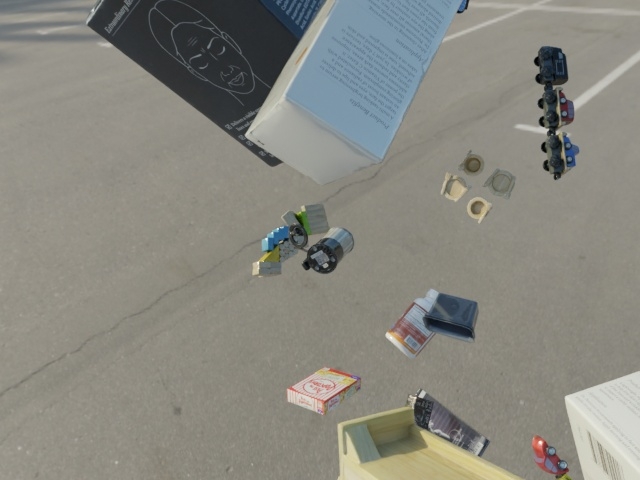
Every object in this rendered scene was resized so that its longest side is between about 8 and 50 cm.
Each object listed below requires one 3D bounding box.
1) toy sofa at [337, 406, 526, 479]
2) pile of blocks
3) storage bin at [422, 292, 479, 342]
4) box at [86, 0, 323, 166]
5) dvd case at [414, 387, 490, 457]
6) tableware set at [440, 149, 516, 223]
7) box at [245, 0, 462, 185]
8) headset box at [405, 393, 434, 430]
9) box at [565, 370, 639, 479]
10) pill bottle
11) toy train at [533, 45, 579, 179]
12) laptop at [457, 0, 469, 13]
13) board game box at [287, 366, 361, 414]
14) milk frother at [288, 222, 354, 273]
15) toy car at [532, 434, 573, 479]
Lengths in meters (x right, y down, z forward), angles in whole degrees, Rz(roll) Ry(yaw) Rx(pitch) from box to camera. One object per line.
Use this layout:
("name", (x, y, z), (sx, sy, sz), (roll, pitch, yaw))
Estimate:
("toy sofa", (0.173, 0.377, 0.702), (0.150, 0.176, 0.363), (-5, 1, -27))
("pile of blocks", (-0.123, -0.005, 1.705), (0.362, 0.148, 0.113), (-42, 14, -35))
("storage bin", (0.353, 0.202, 1.333), (0.135, 0.098, 0.091), (13, 59, 31))
("box", (-0.106, -0.343, 0.812), (0.294, 0.396, 0.211), (-12, 51, 48))
("dvd case", (0.301, 0.514, 1.301), (0.221, 0.018, 0.164), (32, 91, 41))
("tableware set", (0.390, -0.136, 1.261), (0.169, 0.141, 0.020), (42, 25, 24))
("box", (0.025, -0.149, 0.440), (0.170, 0.091, 0.130), (-63, 18, -11))
("headset box", (0.233, 0.421, 1.216), (0.062, 0.083, 0.032), (25, -15, -29))
("box", (0.424, 0.296, 0.634), (0.119, 0.181, 0.181), (-20, 14, 2))
("pill bottle", (0.321, 0.265, 1.623), (0.216, 0.121, 0.121), (-48, 43, -5))
("toy train", (0.271, -0.147, 0.577), (0.036, 0.158, 0.027), (-2, -8, 2))
("laptop", (0.038, -0.587, 0.767), (0.409, 0.381, 0.236), (0, 31, -14))
("board game box", (0.014, 0.468, 1.583), (0.147, 0.045, 0.194), (6, 14, 38))
("milk frother", (0.000, 0.000, 1.326), (0.129, 0.143, 0.135), (-10, 16, 26))
("toy car", (0.594, 0.585, 1.162), (0.053, 0.239, 0.225), (-39, 28, -6))
